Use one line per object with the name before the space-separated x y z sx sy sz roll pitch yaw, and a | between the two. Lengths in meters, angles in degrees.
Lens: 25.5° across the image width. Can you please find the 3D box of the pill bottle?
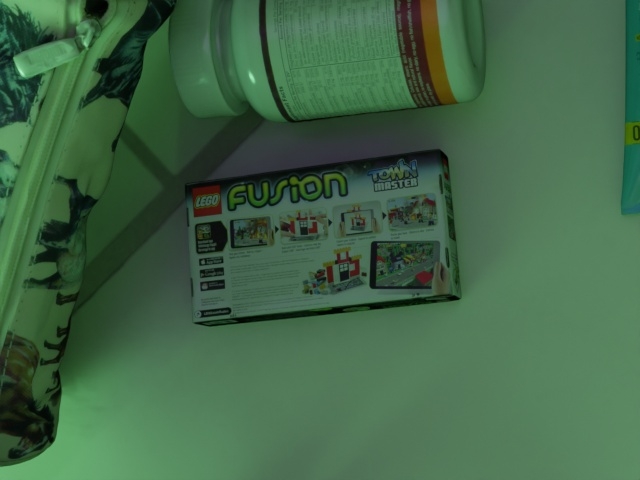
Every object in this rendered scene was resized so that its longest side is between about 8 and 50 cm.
pill bottle | 0.006 -0.152 1.066 0.221 0.121 0.121 -5 80 16

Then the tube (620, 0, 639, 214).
tube | 0.254 -0.124 1.033 0.080 0.052 0.207 -4 87 25

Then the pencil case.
pencil case | -0.232 -0.026 1.053 0.160 0.183 0.410 15 102 -12

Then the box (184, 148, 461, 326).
box | 0.000 0.000 1.089 0.207 0.036 0.114 -6 80 15
